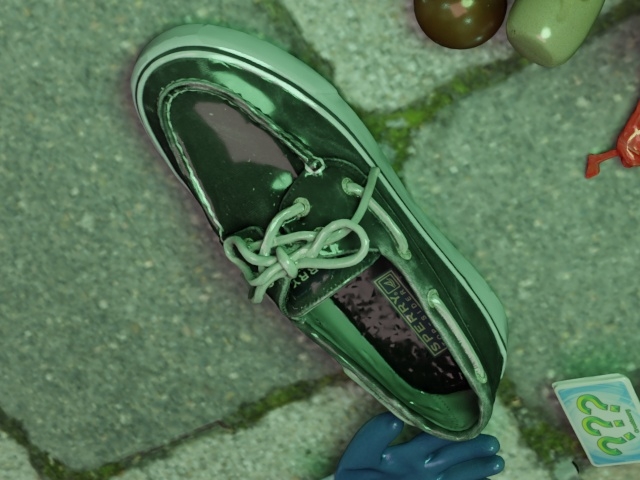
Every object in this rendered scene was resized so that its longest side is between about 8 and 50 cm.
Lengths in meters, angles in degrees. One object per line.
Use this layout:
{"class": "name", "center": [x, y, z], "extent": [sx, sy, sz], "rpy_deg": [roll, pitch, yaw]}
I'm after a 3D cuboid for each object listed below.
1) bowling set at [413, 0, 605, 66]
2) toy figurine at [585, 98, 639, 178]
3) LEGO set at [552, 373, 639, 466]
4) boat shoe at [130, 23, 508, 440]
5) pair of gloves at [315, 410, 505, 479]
{"class": "bowling set", "center": [0.111, -0.195, 0.858], "extent": [0.287, 0.200, 0.154], "rpy_deg": [36, 76, -13]}
{"class": "toy figurine", "center": [0.323, 0.025, 0.869], "extent": [0.362, 0.217, 0.191], "rpy_deg": [33, 118, -7]}
{"class": "LEGO set", "center": [0.267, 0.179, 1.028], "extent": [0.182, 0.060, 0.244], "rpy_deg": [-10, 127, 28]}
{"class": "boat shoe", "center": [-0.003, 0.003, 0.979], "extent": [0.113, 0.105, 0.306], "rpy_deg": [-32, 108, 23]}
{"class": "pair of gloves", "center": [0.070, 0.187, 1.090], "extent": [0.159, 0.023, 0.198], "rpy_deg": [-20, 123, 23]}
